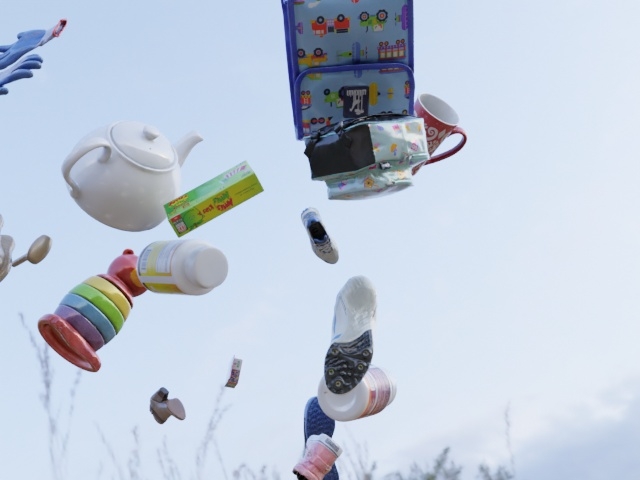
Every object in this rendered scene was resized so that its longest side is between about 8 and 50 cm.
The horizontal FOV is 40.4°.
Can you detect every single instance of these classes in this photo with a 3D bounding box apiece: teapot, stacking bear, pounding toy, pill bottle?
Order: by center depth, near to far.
[{"bbox_3d":[-0.680,0.046,1.729,0.270,0.154,0.155,4,-45,14],"label":"pounding toy"},{"bbox_3d":[-0.382,-0.153,1.750,0.252,0.256,0.187,24,-57,-20],"label":"teapot"},{"bbox_3d":[-0.284,0.056,1.806,0.117,0.117,0.215,8,-6,-39],"label":"pill bottle"},{"bbox_3d":[0.089,0.339,1.962,0.121,0.121,0.221,-36,-19,18],"label":"pill bottle"},{"bbox_3d":[-0.514,0.148,2.068,0.164,0.289,0.175,-9,-55,52],"label":"stacking bear"}]

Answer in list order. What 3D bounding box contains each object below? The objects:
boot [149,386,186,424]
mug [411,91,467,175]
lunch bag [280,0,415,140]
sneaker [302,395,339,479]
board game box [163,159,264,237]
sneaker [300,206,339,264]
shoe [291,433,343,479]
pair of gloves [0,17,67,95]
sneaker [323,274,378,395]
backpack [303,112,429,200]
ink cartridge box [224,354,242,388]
[{"bbox_3d":[-0.374,0.416,2.115,0.042,0.118,0.087,-8,-45,-43],"label":"boot"},{"bbox_3d":[0.239,-0.226,1.984,0.169,0.150,0.113,-54,-6,33],"label":"mug"},{"bbox_3d":[0.053,-0.311,1.588,0.221,0.138,0.293,-7,-68,-6],"label":"lunch bag"},{"bbox_3d":[-0.011,0.484,2.077,0.081,0.232,0.090,-4,-2,-25],"label":"sneaker"},{"bbox_3d":[-0.202,-0.080,1.636,0.181,0.092,0.043,-29,-66,-4],"label":"board game box"},{"bbox_3d":[0.000,0.000,1.775,0.052,0.058,0.135,-30,-64,2],"label":"sneaker"},{"bbox_3d":[-0.014,0.390,1.524,0.081,0.063,0.178,-47,-6,-19],"label":"shoe"},{"bbox_3d":[-0.491,-0.288,1.395,0.159,0.198,0.023,-16,-51,26],"label":"pair of gloves"},{"bbox_3d":[0.055,0.174,1.550,0.085,0.237,0.086,12,-36,3],"label":"sneaker"},{"bbox_3d":[0.090,-0.144,1.471,0.188,0.144,0.166,-22,6,-38],"label":"backpack"},{"bbox_3d":[-0.211,0.322,2.133,0.029,0.063,0.115,13,-21,-9],"label":"ink cartridge box"}]
